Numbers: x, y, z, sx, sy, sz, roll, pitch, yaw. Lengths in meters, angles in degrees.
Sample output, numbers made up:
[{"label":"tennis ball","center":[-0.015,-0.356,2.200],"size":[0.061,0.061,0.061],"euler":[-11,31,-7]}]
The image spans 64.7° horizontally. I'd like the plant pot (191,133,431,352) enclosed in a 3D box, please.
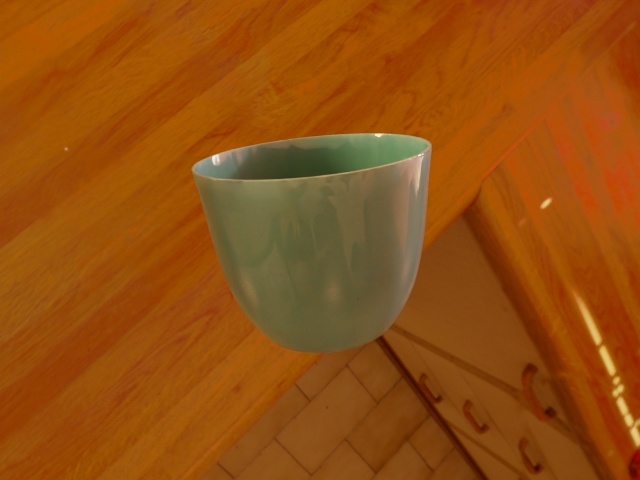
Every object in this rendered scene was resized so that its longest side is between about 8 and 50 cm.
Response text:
[{"label":"plant pot","center":[0.000,0.000,0.663],"size":[0.293,0.293,0.235],"euler":[-15,112,-24]}]
